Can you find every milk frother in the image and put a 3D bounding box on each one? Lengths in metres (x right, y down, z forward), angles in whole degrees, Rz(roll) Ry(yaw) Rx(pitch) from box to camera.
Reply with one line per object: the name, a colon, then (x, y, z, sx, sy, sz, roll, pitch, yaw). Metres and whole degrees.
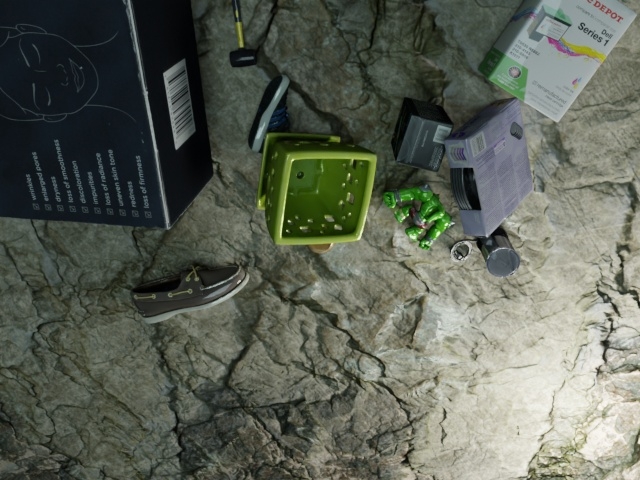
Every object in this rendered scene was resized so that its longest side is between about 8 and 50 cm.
milk frother: (0.414, 0.037, 1.740, 0.129, 0.135, 0.143, 32, 111, -12)

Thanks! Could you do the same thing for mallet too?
mallet: (-0.177, -0.492, 1.564, 0.062, 0.039, 0.189, 2, 111, 1)

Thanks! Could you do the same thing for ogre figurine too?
ogre figurine: (0.255, -0.066, 1.719, 0.118, 0.097, 0.197, -27, 100, 25)

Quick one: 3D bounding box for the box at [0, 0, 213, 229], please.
box: (-0.517, -0.304, 1.451, 0.472, 0.297, 0.480, 4, 120, 11)

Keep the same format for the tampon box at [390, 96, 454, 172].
tampon box: (0.234, -0.248, 1.597, 0.101, 0.161, 0.120, 13, 115, -5)

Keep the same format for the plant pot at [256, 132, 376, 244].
plant pot: (-0.026, -0.135, 1.608, 0.227, 0.207, 0.228, -2, 117, -25)

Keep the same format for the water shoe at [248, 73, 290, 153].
water shoe: (-0.106, -0.301, 1.641, 0.080, 0.073, 0.203, 13, 121, -28)

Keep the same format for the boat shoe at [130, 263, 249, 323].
boat shoe: (-0.349, 0.124, 1.808, 0.324, 0.116, 0.097, -18, 116, 16)

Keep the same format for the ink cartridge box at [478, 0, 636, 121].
ink cartridge box: (0.522, -0.441, 1.526, 0.201, 0.117, 0.278, 28, 112, -11)

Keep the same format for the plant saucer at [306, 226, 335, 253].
plant saucer: (0.000, 0.000, 1.796, 0.083, 0.015, 0.083, 0, 115, 1)

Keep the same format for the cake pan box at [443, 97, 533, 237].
cake pan box: (0.397, -0.169, 1.588, 0.070, 0.267, 0.246, 4, 123, 44)
